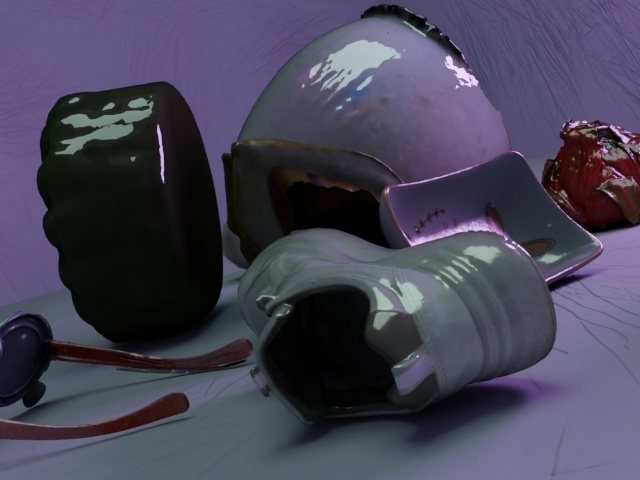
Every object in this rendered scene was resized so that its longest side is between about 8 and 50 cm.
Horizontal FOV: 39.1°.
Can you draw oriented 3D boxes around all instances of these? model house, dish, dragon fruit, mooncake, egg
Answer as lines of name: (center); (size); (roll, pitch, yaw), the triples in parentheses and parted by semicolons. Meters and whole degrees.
model house: (-0.002, -0.011, 1.024); (0.173, 0.268, 0.239); (-36, 7, -10)
dish: (0.158, 0.003, 0.896); (0.212, 0.151, 0.077); (-18, -30, -37)
dragon fruit: (0.392, -0.102, 1.233); (0.218, 0.148, 0.224); (-14, 5, -8)
mooncake: (-0.263, -0.039, 1.270); (0.194, 0.356, 0.356); (-9, 5, 5)
egg: (0.036, -0.095, 1.256); (0.340, 0.354, 0.354); (-37, 11, -17)

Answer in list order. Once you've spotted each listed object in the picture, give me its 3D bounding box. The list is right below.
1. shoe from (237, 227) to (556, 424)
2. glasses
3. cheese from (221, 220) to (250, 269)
shoe: (0.002, 0.067, 0.641); (0.159, 0.124, 0.316); (-26, 11, -37)
glasses: (-0.222, 0.150, 0.844); (0.268, 0.118, 0.234); (7, 8, 13)
cheese: (-0.084, -0.019, 1.737); (0.198, 0.154, 0.189); (-16, 10, -20)
